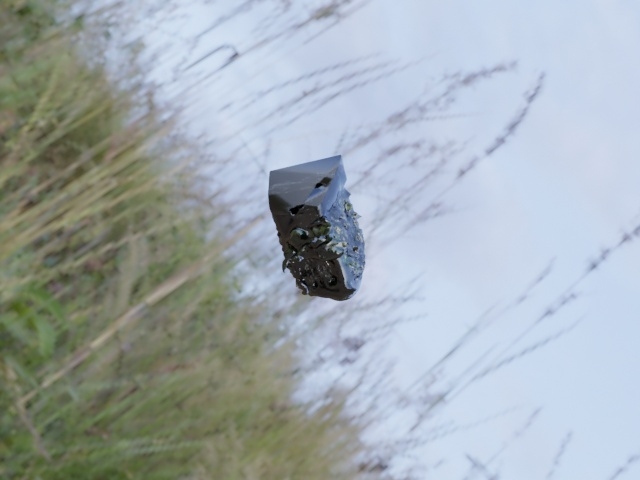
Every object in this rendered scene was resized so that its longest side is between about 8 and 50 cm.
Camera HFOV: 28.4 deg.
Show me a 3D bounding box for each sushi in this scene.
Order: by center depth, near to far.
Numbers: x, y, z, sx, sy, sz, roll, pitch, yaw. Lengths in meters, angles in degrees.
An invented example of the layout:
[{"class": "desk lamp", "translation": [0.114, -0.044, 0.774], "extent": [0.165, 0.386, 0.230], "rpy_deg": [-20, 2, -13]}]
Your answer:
[{"class": "sushi", "translation": [0.000, 0.000, 0.918], "extent": [0.056, 0.085, 0.083], "rpy_deg": [-11, -46, 13]}]
